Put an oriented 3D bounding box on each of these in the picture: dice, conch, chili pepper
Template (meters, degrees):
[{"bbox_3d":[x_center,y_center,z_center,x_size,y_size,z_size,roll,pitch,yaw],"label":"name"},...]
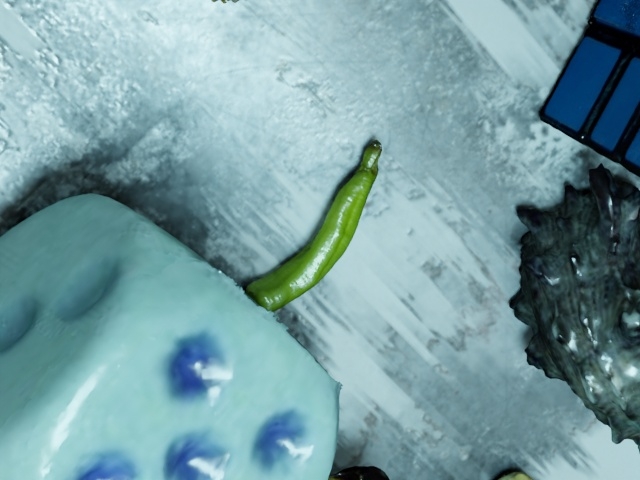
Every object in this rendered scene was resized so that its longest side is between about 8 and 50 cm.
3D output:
[{"bbox_3d":[-0.167,0.141,1.257,0.262,0.268,0.264,-50,126,-10],"label":"dice"},{"bbox_3d":[0.318,0.068,1.469,0.313,0.186,0.240,48,62,-7],"label":"conch"},{"bbox_3d":[0.001,0.001,1.417,0.049,0.043,0.208,41,88,1],"label":"chili pepper"}]

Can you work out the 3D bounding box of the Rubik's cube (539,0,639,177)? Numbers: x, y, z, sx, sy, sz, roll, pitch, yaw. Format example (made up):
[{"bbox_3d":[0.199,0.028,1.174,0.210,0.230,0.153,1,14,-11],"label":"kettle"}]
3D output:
[{"bbox_3d":[0.419,-0.145,1.361,0.293,0.288,0.283,20,101,-24],"label":"Rubik's cube"}]

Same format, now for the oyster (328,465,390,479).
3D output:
[{"bbox_3d":[0.046,0.374,1.504,0.221,0.096,0.361,-16,111,35],"label":"oyster"}]

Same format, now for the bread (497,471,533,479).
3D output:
[{"bbox_3d":[0.213,0.286,1.571,0.106,0.053,0.072,39,98,-30],"label":"bread"}]

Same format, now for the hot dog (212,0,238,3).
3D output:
[{"bbox_3d":[-0.021,-0.290,1.290,0.253,0.069,0.131,-30,115,-4],"label":"hot dog"}]
